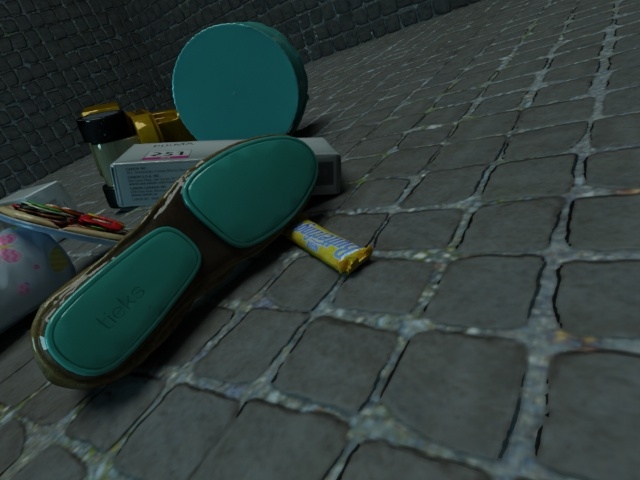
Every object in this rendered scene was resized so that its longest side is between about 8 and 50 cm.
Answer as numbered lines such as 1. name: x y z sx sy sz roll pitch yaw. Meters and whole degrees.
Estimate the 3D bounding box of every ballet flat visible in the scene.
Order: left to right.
1. ballet flat: -0.134 0.007 0.451 0.124 0.116 0.342 -28 20 54

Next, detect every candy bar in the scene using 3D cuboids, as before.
1. candy bar: 0.000 0.000 0.441 0.040 0.018 0.161 -31 26 -16

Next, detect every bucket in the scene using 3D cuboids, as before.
1. bucket: -0.161 -0.309 0.885 0.280 0.281 0.183 -20 24 8

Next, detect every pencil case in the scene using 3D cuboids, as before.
1. pencil case: -0.442 0.089 0.525 0.124 0.114 0.273 25 39 4

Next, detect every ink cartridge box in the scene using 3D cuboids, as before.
1. ink cartridge box: -0.127 -0.119 0.626 0.274 0.060 0.239 -5 25 -9

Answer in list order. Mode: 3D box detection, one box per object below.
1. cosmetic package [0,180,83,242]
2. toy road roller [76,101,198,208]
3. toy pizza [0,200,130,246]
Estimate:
1. cosmetic package: -0.653 -0.059 0.990 0.230 0.118 0.085 0 33 38
2. toy road roller: -0.416 -0.224 1.026 0.240 0.203 0.329 -20 28 -21
3. toy pizza: -0.355 -0.028 0.628 0.201 0.032 0.201 15 0 0
